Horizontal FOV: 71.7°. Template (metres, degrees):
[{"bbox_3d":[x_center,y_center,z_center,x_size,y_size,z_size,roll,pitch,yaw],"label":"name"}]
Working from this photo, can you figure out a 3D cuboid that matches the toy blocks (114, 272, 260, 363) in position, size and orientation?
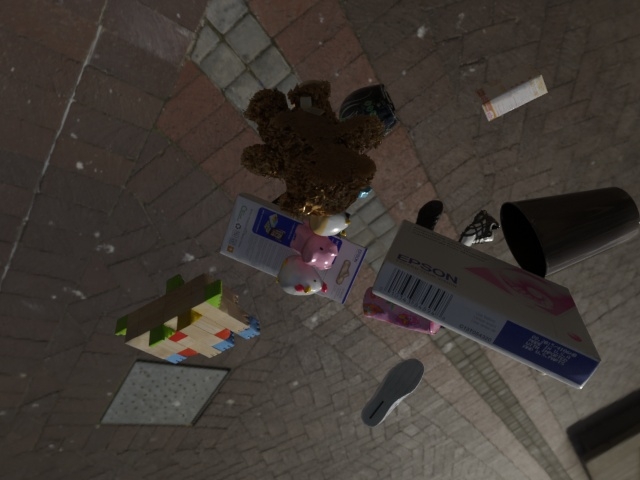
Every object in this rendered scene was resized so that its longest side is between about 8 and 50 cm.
[{"bbox_3d":[-0.361,0.250,1.298,0.382,0.190,0.261,-27,138,16],"label":"toy blocks"}]

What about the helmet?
[{"bbox_3d":[0.131,-0.359,1.278,0.162,0.169,0.169,-24,137,21],"label":"helmet"}]

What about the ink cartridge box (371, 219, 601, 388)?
[{"bbox_3d":[0.275,0.068,0.773,0.324,0.330,0.071,24,115,9],"label":"ink cartridge box"}]

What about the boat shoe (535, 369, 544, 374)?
[{"bbox_3d":[0.582,0.260,1.323,0.109,0.302,0.098,-11,143,-45],"label":"boat shoe"}]

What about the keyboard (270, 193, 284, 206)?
[{"bbox_3d":[-0.080,-0.055,1.316,0.108,0.180,0.023,-43,173,-43],"label":"keyboard"}]

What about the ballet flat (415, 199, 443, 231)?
[{"bbox_3d":[0.279,-0.047,1.163,0.173,0.058,0.049,-55,145,-35],"label":"ballet flat"}]

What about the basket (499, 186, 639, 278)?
[{"bbox_3d":[0.554,-0.031,0.985,0.227,0.204,0.154,-16,137,0],"label":"basket"}]

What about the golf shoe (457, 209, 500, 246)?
[{"bbox_3d":[0.531,-0.017,1.494,0.198,0.094,0.077,-46,160,-18],"label":"golf shoe"}]

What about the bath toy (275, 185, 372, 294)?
[{"bbox_3d":[0.000,0.000,1.041,0.129,0.151,0.348,27,120,6],"label":"bath toy"}]

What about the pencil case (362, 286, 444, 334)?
[{"bbox_3d":[0.289,0.242,1.552,0.124,0.284,0.124,-16,110,-51],"label":"pencil case"}]

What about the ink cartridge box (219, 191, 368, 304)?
[{"bbox_3d":[-0.074,0.020,1.191,0.371,0.069,0.175,23,108,4],"label":"ink cartridge box"}]

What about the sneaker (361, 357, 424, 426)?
[{"bbox_3d":[0.223,0.472,1.396,0.258,0.094,0.091,-44,166,-3],"label":"sneaker"}]

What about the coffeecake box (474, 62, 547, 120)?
[{"bbox_3d":[0.610,-0.481,1.435,0.186,0.142,0.068,-24,119,23],"label":"coffeecake box"}]

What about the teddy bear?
[{"bbox_3d":[-0.020,-0.163,0.763,0.245,0.338,0.113,-29,145,-20],"label":"teddy bear"}]
